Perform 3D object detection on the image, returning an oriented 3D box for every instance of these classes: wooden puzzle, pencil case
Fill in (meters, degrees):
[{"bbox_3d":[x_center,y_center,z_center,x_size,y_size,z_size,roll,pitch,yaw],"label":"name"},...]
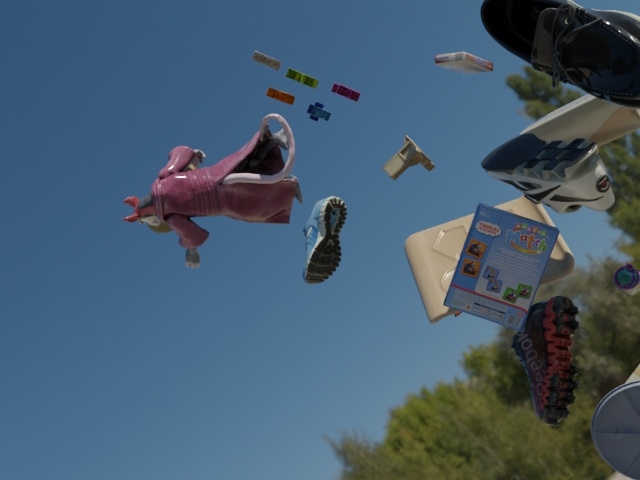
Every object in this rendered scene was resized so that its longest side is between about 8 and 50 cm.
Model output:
[{"bbox_3d":[0.391,0.048,2.068,0.348,0.322,0.080,-23,-56,7],"label":"wooden puzzle"},{"bbox_3d":[0.805,0.103,2.283,0.152,0.065,0.070,18,-88,-65],"label":"pencil case"}]

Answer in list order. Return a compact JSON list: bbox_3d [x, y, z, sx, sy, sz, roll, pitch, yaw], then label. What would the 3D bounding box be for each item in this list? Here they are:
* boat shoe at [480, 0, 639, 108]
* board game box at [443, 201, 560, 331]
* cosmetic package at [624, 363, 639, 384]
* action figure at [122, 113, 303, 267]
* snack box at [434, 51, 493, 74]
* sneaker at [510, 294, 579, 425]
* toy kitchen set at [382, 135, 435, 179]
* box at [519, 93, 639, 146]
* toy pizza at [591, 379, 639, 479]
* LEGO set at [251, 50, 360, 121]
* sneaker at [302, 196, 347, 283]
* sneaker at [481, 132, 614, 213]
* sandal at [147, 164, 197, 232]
[{"bbox_3d":[0.510,-0.400,1.783,0.156,0.500,0.186,-13,-51,-26],"label":"boat shoe"},{"bbox_3d":[0.345,0.051,1.681,0.039,0.160,0.211,-53,-19,-72],"label":"board game box"},{"bbox_3d":[0.708,0.284,1.876,0.115,0.060,0.041,-53,-24,-3],"label":"cosmetic package"},{"bbox_3d":[-0.221,-0.087,1.774,0.370,0.248,0.276,-15,-3,-7],"label":"action figure"},{"bbox_3d":[0.302,-0.369,1.833,0.064,0.022,0.178,-2,1,30],"label":"snack box"},{"bbox_3d":[0.477,0.257,1.879,0.098,0.276,0.135,15,-16,-41],"label":"sneaker"},{"bbox_3d":[0.166,-0.158,1.728,0.075,0.068,0.083,-44,-33,13],"label":"toy kitchen set"},{"bbox_3d":[0.684,-0.303,2.235,0.311,0.121,0.148,-26,7,46],"label":"box"},{"bbox_3d":[0.567,0.323,1.496,0.201,0.201,0.032,-51,-1,26],"label":"toy pizza"},{"bbox_3d":[-0.041,-0.306,1.801,0.093,0.227,0.087,-98,30,-81],"label":"LEGO set"},{"bbox_3d":[0.000,0.000,1.585,0.063,0.073,0.162,17,-94,-33],"label":"sneaker"},{"bbox_3d":[0.428,-0.115,1.670,0.122,0.146,0.330,-39,22,-8],"label":"sneaker"},{"bbox_3d":[-0.345,-0.117,2.119,0.240,0.088,0.079,-56,10,41],"label":"sandal"}]
